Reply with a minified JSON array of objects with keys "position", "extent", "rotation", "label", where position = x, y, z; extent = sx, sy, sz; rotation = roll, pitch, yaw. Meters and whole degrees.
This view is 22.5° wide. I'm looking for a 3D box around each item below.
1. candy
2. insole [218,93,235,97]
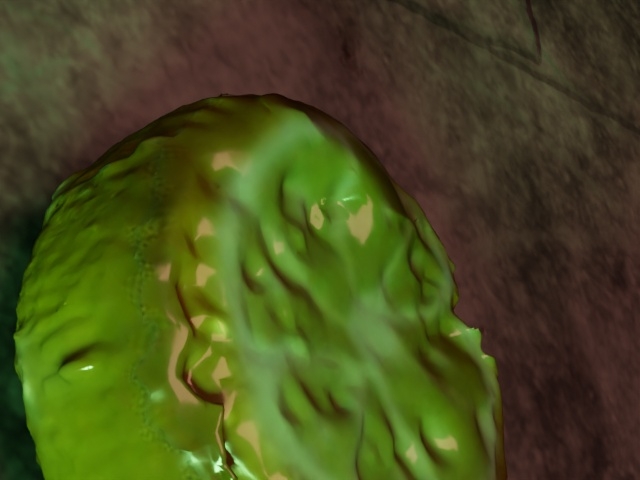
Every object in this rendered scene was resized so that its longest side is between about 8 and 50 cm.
[{"position":[-0.015,0.062,0.709],"extent":[0.260,0.118,0.260],"rotation":[29,49,-39],"label":"candy"},{"position":[0.000,0.000,0.857],"extent":[0.188,0.004,0.064],"rotation":[53,39,-12],"label":"insole"}]
